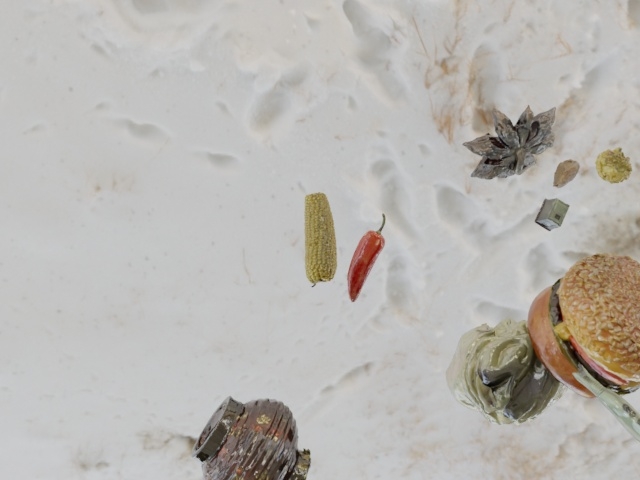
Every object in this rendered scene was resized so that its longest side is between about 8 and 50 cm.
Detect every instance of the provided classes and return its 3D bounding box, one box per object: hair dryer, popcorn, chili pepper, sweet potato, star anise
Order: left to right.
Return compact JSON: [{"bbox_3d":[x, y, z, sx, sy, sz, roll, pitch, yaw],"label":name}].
[{"bbox_3d":[0.125,0.050,1.719,0.071,0.063,0.272,24,101,5],"label":"chili pepper"},{"bbox_3d":[0.438,-0.204,1.365,0.230,0.081,0.262,-43,139,16],"label":"star anise"},{"bbox_3d":[0.750,-0.204,1.885,0.060,0.206,0.068,-28,100,45],"label":"sweet potato"},{"bbox_3d":[0.669,-0.169,1.394,0.083,0.082,0.057,-19,160,-18],"label":"popcorn"},{"bbox_3d":[0.533,0.290,0.976,0.092,0.267,0.229,-32,160,-14],"label":"hair dryer"}]

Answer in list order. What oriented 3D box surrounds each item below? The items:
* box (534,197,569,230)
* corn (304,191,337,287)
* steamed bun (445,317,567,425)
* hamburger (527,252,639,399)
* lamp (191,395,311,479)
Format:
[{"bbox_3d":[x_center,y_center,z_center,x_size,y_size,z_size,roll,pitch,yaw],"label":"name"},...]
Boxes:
[{"bbox_3d":[0.676,-0.079,1.783,0.060,0.084,0.063,30,167,-7],"label":"box"},{"bbox_3d":[0.000,0.000,1.873,0.102,0.310,0.101,-1,157,0],"label":"corn"},{"bbox_3d":[0.485,0.340,1.575,0.320,0.206,0.275,-36,89,9],"label":"steamed bun"},{"bbox_3d":[0.677,0.200,1.436,0.330,0.329,0.250,13,144,-21],"label":"hamburger"},{"bbox_3d":[-0.137,0.440,1.258,0.247,0.247,0.247,-5,132,-6],"label":"lamp"}]
